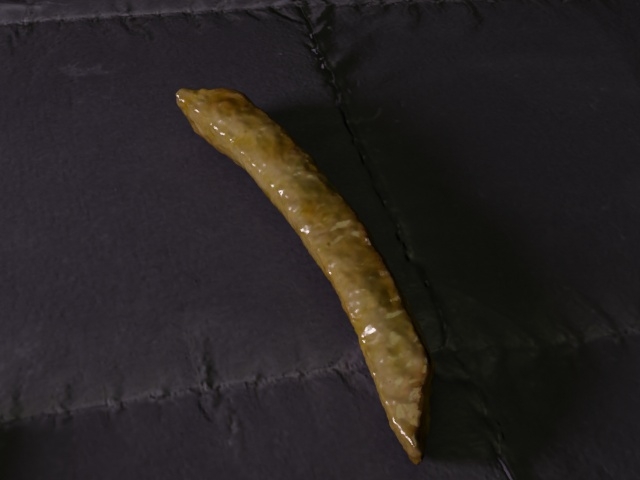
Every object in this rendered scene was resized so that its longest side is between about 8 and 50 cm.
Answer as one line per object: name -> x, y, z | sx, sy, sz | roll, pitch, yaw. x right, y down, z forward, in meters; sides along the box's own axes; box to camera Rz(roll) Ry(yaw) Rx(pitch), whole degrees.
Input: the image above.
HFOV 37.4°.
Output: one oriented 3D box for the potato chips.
potato chips -> 0.000, 0.000, 0.737 | 0.080, 0.057, 0.407 | -25, 52, -12
